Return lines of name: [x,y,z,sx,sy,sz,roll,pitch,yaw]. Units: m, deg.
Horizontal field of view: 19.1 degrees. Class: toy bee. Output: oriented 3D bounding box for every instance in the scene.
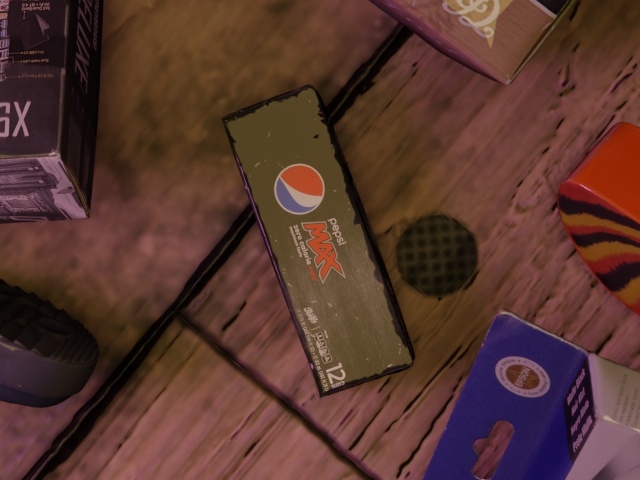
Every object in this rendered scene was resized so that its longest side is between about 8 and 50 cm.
toy bee: [0.256,0.065,1.022,0.195,0.162,0.298,-27,53,-13]

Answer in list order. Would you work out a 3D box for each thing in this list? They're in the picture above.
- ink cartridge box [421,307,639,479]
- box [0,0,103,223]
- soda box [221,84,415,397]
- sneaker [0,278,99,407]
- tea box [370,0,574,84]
ink cartridge box: [0.163,0.156,1.006,0.224,0.223,0.045,22,49,5]
box: [-0.276,-0.124,1.042,0.307,0.076,0.242,-4,63,4]
soda box: [0.000,0.000,1.083,0.060,0.053,0.169,-20,89,3]
sneaker: [-0.284,0.064,1.085,0.319,0.112,0.131,15,100,10]
tea box: [0.052,-0.302,0.959,0.329,0.220,0.323,37,95,-4]
